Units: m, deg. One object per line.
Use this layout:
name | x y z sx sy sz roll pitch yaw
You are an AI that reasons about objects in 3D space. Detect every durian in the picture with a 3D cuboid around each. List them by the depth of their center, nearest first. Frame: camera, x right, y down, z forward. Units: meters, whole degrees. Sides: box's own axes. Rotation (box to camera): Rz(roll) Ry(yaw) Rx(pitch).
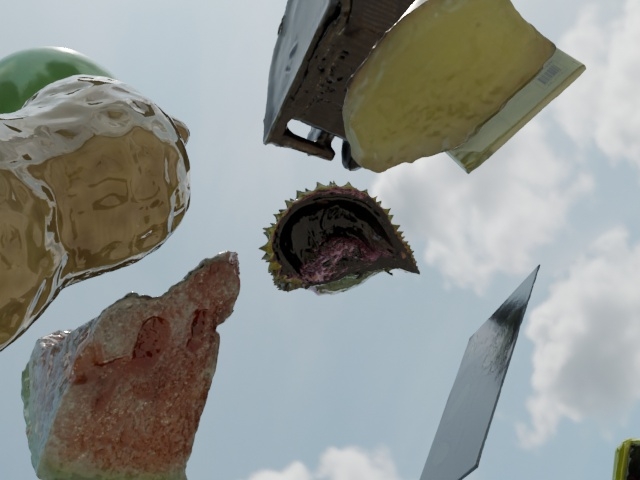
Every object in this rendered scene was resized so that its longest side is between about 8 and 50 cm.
durian | -0.001 0.002 1.073 0.187 0.108 0.119 -8 -98 -30

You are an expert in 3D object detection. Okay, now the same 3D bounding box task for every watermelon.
watermelon | -0.110 0.085 0.567 0.098 0.158 0.121 7 -119 -45

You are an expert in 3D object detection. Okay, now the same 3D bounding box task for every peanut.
peanut | -0.119 -0.015 0.374 0.228 0.104 0.085 -35 -53 -55

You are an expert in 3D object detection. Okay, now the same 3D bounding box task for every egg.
egg | -0.322 -0.111 1.220 0.220 0.220 0.269 -33 -84 -32

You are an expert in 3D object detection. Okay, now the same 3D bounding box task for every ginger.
ginger | 0.093 -0.151 0.871 0.193 0.122 0.115 -40 -72 10

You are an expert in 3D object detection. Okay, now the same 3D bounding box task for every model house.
model house | 0.097 -0.278 1.350 0.283 0.297 0.317 13 -121 -18

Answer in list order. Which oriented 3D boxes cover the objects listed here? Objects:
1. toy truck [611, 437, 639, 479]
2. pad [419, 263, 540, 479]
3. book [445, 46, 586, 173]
toy truck | 0.340 0.232 0.779 0.272 0.157 0.124 23 -113 -31
pad | 0.116 0.117 0.745 0.190 0.004 0.127 -63 2 -39
book | 0.189 -0.173 1.112 0.168 0.192 0.013 -42 -56 7
